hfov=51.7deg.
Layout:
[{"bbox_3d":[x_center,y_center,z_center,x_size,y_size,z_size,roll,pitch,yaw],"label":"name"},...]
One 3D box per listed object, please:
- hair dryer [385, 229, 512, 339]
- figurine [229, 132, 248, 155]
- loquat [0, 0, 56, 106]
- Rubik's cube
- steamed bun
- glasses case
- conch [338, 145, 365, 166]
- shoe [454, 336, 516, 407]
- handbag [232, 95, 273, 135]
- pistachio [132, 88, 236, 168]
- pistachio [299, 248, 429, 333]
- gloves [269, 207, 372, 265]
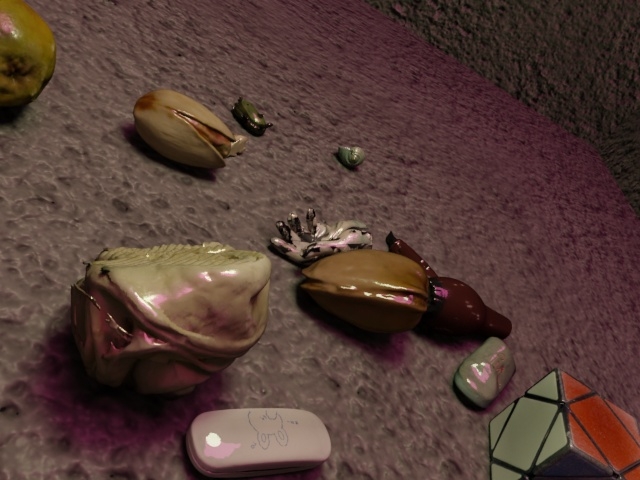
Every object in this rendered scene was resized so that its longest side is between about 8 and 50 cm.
[{"bbox_3d":[0.273,0.095,1.554,0.312,0.123,0.340,21,24,-43],"label":"hair dryer"},{"bbox_3d":[-0.209,-0.221,1.509,0.050,0.047,0.083,34,37,23],"label":"figurine"},{"bbox_3d":[-0.585,-0.344,1.156,0.246,0.213,0.213,43,31,28],"label":"loquat"},{"bbox_3d":[0.454,0.404,1.219,0.205,0.205,0.207,32,31,-10],"label":"Rubik's cube"},{"bbox_3d":[-0.201,0.116,0.932,0.280,0.207,0.268,-5,10,-24],"label":"steamed bun"},{"bbox_3d":[-0.085,0.293,0.965,0.233,0.059,0.092,10,43,-35],"label":"glasses case"},{"bbox_3d":[0.081,-0.229,1.784,0.076,0.057,0.085,14,6,-6],"label":"conch"},{"bbox_3d":[0.371,0.264,1.410,0.103,0.100,0.251,46,31,11],"label":"shoe"},{"bbox_3d":[-0.176,-0.308,1.639,0.111,0.047,0.072,48,33,12],"label":"handbag"},{"bbox_3d":[-0.280,-0.227,1.356,0.215,0.144,0.144,24,35,-17],"label":"pistachio"},{"bbox_3d":[0.088,0.093,1.310,0.260,0.163,0.213,15,-5,-2],"label":"pistachio"},{"bbox_3d":[-0.001,0.004,1.377,0.212,0.111,0.128,-8,53,-12],"label":"gloves"}]
